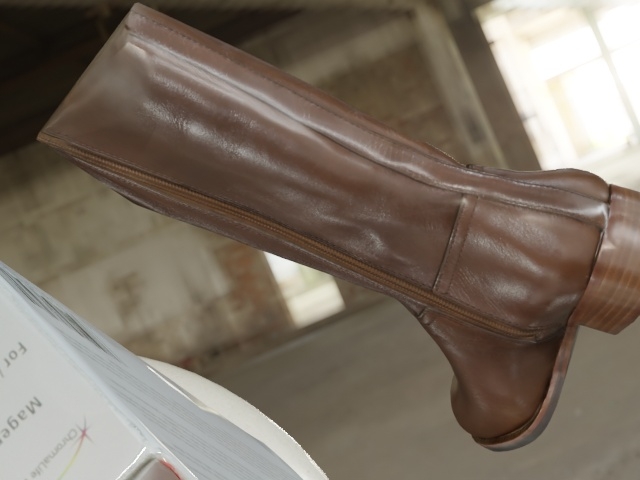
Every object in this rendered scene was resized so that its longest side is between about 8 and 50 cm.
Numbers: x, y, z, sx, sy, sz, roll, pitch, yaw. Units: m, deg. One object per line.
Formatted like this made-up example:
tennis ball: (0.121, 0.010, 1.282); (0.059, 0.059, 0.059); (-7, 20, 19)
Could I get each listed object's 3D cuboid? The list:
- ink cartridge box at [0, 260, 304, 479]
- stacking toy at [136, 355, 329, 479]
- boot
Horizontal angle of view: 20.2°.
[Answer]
ink cartridge box: (-0.016, 0.123, 0.614); (0.060, 0.239, 0.275); (-47, -31, -2)
stacking toy: (-0.117, 0.243, 1.158); (0.351, 0.350, 0.480); (-23, -5, 4)
boot: (0.000, 0.000, 0.359); (0.114, 0.037, 0.106); (17, -30, -4)
